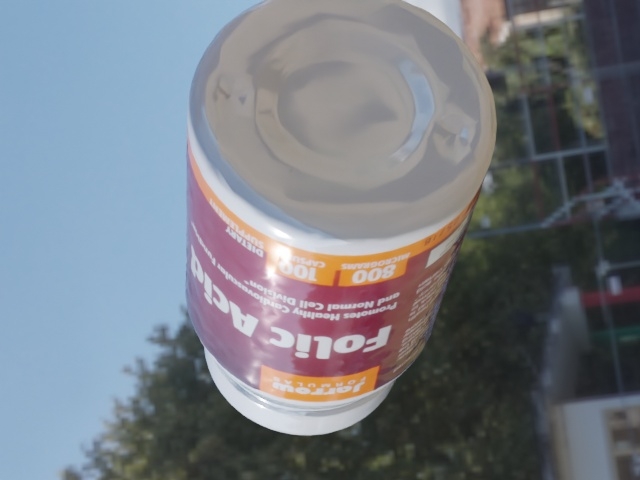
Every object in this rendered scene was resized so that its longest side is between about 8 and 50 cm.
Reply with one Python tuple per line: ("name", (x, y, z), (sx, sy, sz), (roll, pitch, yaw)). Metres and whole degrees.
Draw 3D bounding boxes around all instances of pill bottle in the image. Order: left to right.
("pill bottle", (0.000, 0.000, 1.115), (0.392, 0.224, 0.224), (99, 171, -59))
